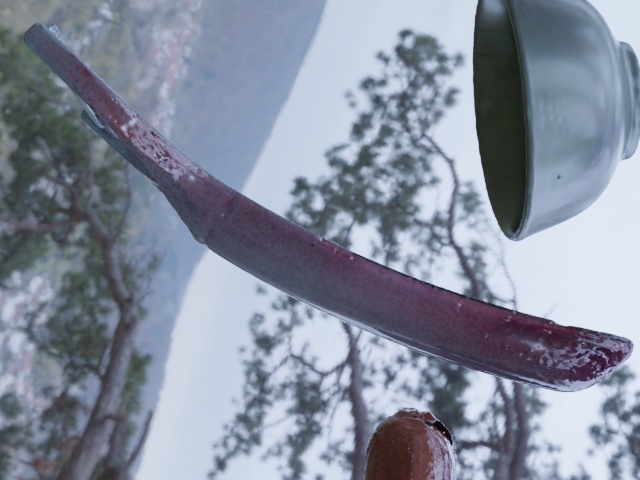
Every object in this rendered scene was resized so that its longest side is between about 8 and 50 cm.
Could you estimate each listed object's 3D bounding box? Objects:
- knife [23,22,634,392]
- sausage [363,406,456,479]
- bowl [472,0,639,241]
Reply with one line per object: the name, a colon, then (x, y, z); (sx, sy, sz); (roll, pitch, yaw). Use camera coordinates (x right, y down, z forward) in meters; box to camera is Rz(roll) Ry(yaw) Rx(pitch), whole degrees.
knife: (-0.001, 0.002, 0.450); (0.053, 0.278, 0.123); (-61, 175, -5)
sausage: (0.067, 0.197, 0.779); (0.076, 0.076, 0.141); (118, -11, -51)
bowl: (0.262, -0.149, 1.112); (0.289, 0.146, 0.289); (174, -90, -89)
